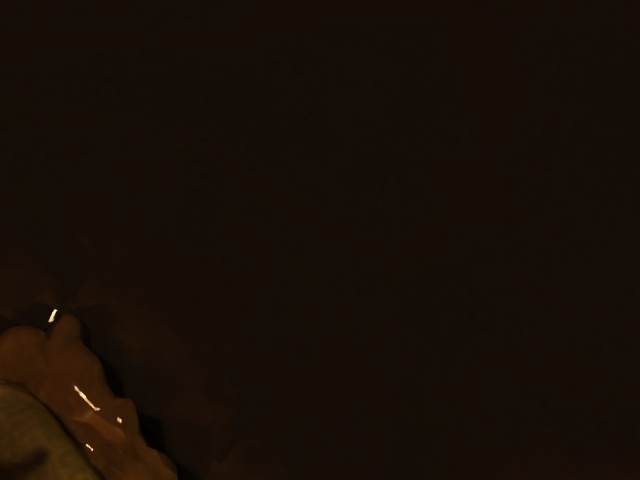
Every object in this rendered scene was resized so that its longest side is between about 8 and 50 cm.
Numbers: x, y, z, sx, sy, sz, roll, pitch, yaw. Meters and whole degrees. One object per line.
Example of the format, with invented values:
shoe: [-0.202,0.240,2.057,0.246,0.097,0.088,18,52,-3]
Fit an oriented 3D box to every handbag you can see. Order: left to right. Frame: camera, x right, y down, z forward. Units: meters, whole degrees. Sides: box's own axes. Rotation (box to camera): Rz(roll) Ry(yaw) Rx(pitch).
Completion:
handbag: [0.000,0.000,0.411,0.303,0.329,0.122,51,-4,0]
